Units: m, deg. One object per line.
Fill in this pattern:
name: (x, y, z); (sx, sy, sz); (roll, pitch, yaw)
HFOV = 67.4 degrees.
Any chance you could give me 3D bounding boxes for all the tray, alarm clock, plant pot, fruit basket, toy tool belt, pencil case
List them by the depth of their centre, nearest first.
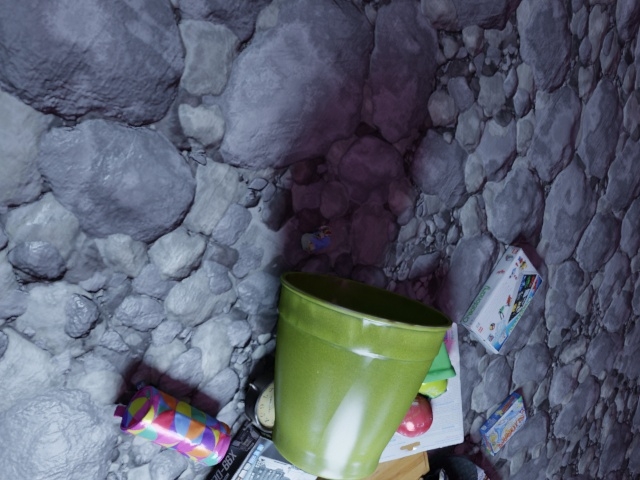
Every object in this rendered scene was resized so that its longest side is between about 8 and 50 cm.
pencil case: (-0.296, 0.383, 0.989); (0.236, 0.104, 0.104); (43, 78, -32)
plant pot: (0.052, 0.285, 1.020); (0.367, 0.367, 0.352); (11, 95, -35)
toy tool belt: (0.000, 0.000, 1.107); (0.083, 0.051, 0.052); (-25, 116, -27)
alarm clock: (-0.101, 0.376, 1.132); (0.192, 0.064, 0.129); (10, 89, -41)
fruit basket: (0.218, 0.405, 1.269); (0.328, 0.165, 0.352); (-9, 106, -11)
tray: (0.132, 0.688, 1.371); (0.411, 0.076, 0.202); (-25, 115, -26)

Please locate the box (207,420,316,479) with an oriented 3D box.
box: (-0.166, 0.617, 1.147); (0.242, 0.077, 0.307); (42, 78, -34)

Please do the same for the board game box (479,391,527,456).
board game box: (0.668, 0.668, 1.747); (0.201, 0.035, 0.136); (-36, 120, -21)

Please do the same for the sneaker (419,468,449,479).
sneaker: (0.397, 0.764, 1.437); (0.094, 0.235, 0.152); (-28, 120, -76)

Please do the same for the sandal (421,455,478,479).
sandal: (0.344, 0.885, 1.537); (0.445, 0.168, 0.107); (-54, 161, -11)

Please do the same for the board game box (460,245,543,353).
board game box: (0.595, 0.194, 1.558); (0.193, 0.053, 0.305); (43, 78, -33)

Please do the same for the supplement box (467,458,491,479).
supplement box: (0.556, 0.899, 1.712); (0.130, 0.073, 0.239); (-47, 124, -15)

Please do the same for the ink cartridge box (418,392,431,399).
ink cartridge box: (0.309, 0.518, 1.427); (0.046, 0.097, 0.207); (-39, 120, -20)
